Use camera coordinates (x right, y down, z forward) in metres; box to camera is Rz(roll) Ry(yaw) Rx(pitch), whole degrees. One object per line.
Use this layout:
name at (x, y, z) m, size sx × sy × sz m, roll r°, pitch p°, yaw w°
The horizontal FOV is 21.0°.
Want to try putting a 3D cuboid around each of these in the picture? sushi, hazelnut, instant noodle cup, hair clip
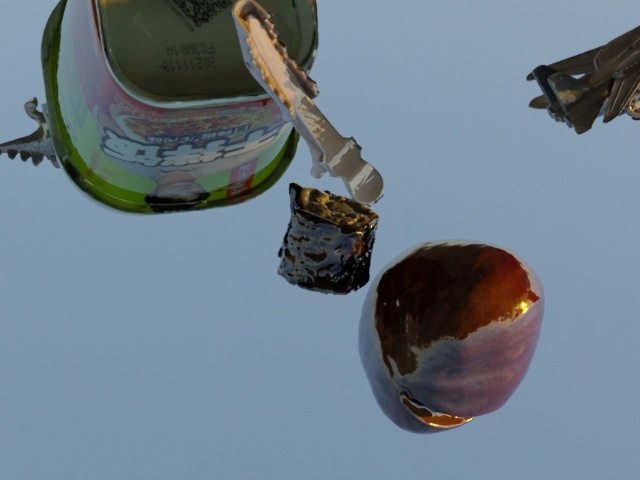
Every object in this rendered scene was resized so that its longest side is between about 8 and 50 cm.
sushi at (0.001, 0.001, 1.613) m, size 0.098 × 0.084 × 0.094 m, roll 15°, pitch -159°, yaw 10°
hazelnut at (0.119, 0.086, 1.643) m, size 0.204 × 0.178 × 0.178 m, roll -34°, pitch -172°, yaw 40°
instant noodle cup at (-0.129, -0.186, 1.669) m, size 0.293 × 0.294 × 0.308 m, roll -9°, pitch 169°, yaw -13°
hair clip at (-0.024, -0.116, 1.386) m, size 0.034 × 0.226 × 0.072 m, roll -48°, pitch -140°, yaw -14°

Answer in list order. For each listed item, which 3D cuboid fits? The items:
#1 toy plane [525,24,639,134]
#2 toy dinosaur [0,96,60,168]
toy plane at (0.362, -0.202, 1.876) m, size 0.267 × 0.088 × 0.212 m, roll -29°, pitch -156°, yaw -8°
toy dinosaur at (-0.295, -0.120, 1.893) m, size 0.209 × 0.082 × 0.039 m, roll -17°, pitch -160°, yaw 20°
